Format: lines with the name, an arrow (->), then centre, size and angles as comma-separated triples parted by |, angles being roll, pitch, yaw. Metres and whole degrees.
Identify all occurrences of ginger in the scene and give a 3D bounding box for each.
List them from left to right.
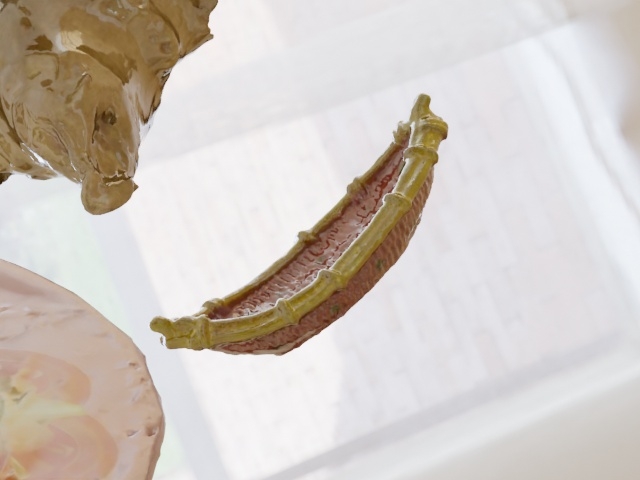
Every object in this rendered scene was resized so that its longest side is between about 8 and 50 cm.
ginger -> -0.150, -0.094, 0.963 | 0.123, 0.218, 0.270 | 58, -170, -22

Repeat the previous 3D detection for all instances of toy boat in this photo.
toy boat -> 0.002, 0.006, 1.491 | 0.099, 0.318, 0.141 | 55, 164, -20

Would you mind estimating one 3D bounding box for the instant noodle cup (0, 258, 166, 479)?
instant noodle cup -> -0.184, 0.148, 0.608 | 0.243, 0.243, 0.231 | 44, 132, 50
